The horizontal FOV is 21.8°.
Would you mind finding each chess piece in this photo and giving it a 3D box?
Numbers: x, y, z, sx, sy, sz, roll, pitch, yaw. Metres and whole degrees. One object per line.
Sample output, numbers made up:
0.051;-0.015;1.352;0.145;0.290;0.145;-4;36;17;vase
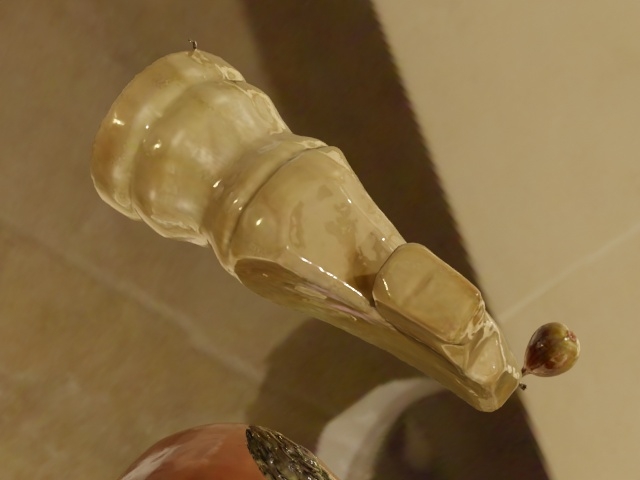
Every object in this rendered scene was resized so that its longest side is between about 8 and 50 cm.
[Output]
0.000;0.000;1.061;0.301;0.137;0.137;35;57;23;chess piece

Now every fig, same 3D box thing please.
0.217;0.117;1.619;0.050;0.083;0.050;29;32;-20;fig

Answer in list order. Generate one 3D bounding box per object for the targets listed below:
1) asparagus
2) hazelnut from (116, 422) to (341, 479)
0.011;0.179;1.100;0.036;0.030;0.165;-43;98;11;asparagus
-0.072;0.338;1.368;0.315;0.372;0.372;5;65;11;hazelnut
